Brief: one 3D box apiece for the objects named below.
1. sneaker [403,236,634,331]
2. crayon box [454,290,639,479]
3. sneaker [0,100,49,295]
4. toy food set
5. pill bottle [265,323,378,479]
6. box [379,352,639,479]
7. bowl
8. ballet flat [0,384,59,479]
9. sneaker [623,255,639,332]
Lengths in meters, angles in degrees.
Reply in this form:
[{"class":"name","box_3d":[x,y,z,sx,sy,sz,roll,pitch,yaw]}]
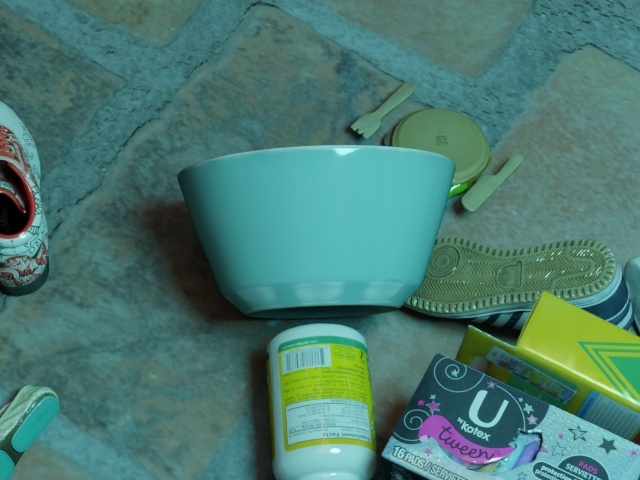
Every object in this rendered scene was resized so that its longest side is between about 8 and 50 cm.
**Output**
[{"class":"sneaker","box_3d":[0.227,0.071,1.761,0.282,0.153,0.099,-2,62,29]},{"class":"crayon box","box_3d":[0.306,0.174,1.644,0.323,0.203,0.083,26,64,8]},{"class":"sneaker","box_3d":[-0.370,-0.083,1.750,0.090,0.145,0.270,-11,64,-10]},{"class":"toy food set","box_3d":[0.145,-0.110,1.874,0.192,0.038,0.132,37,59,19]},{"class":"pill bottle","box_3d":[0.002,0.207,1.650,0.118,0.117,0.208,-2,63,-6]},{"class":"box","box_3d":[0.202,0.253,1.608,0.247,0.163,0.142,23,62,14]},{"class":"bowl","box_3d":[0.000,0.000,1.681,0.312,0.311,0.163,-2,82,-6]},{"class":"ballet flat","box_3d":[-0.353,0.227,1.655,0.052,0.057,0.168,19,55,36]},{"class":"sneaker","box_3d":[0.485,0.115,1.751,0.147,0.104,0.295,-34,76,-21]}]
